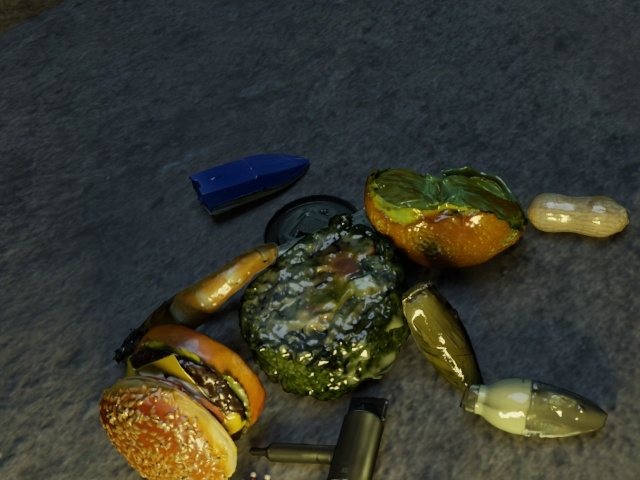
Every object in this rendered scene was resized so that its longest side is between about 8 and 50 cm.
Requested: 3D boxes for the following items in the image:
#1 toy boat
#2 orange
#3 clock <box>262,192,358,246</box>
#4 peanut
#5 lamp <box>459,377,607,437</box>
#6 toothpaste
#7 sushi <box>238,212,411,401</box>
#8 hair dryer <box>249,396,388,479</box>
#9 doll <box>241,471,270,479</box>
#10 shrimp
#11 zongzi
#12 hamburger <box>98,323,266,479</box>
[{"bbox_3d":[-0.158,-0.147,2.144,0.295,0.088,0.129,-20,43,-19],"label":"toy boat"},{"bbox_3d":[0.255,-0.054,1.841,0.334,0.196,0.263,-3,39,-4],"label":"orange"},{"bbox_3d":[-0.016,-0.010,1.989,0.225,0.049,0.226,-7,45,7],"label":"clock"},{"bbox_3d":[0.533,-0.053,1.844,0.206,0.087,0.087,6,49,22],"label":"peanut"},{"bbox_3d":[0.369,0.292,1.546,0.250,0.101,0.101,9,49,14],"label":"lamp"},{"bbox_3d":[0.000,0.000,1.909,0.268,0.047,0.069,-23,27,-11],"label":"toothpaste"},{"bbox_3d":[0.025,0.141,1.737,0.352,0.178,0.294,-42,51,-22],"label":"sushi"},{"bbox_3d":[-0.011,0.364,1.613,0.248,0.078,0.196,-2,44,22],"label":"hair dryer"},{"bbox_3d":[-0.120,0.459,1.566,0.057,0.039,0.114,34,41,-11],"label":"doll"},{"bbox_3d":[-0.254,0.130,1.790,0.445,0.085,0.272,-37,0,23],"label":"shrimp"},{"bbox_3d":[0.229,0.189,1.616,0.094,0.205,0.204,-29,48,2],"label":"zongzi"},{"bbox_3d":[-0.249,0.309,1.590,0.290,0.291,0.225,11,45,25],"label":"hamburger"}]
